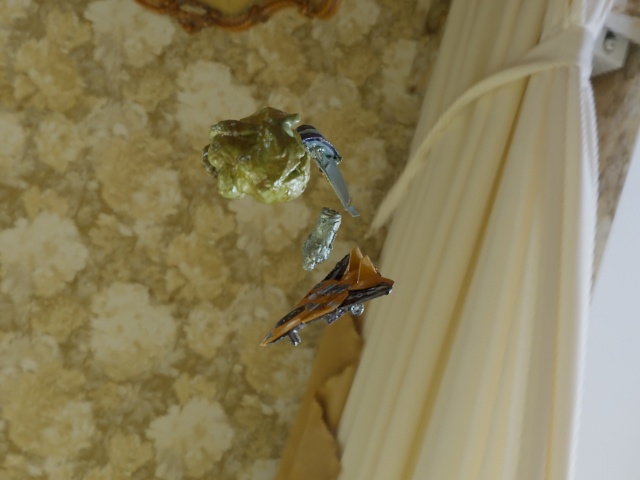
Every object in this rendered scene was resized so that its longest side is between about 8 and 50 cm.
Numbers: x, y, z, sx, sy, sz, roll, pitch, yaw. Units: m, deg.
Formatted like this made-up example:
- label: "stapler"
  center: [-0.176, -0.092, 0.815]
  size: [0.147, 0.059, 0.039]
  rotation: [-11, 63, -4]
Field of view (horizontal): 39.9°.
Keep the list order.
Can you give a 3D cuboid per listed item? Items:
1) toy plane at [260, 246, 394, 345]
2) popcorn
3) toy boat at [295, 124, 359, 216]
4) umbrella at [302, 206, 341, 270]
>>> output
- label: "toy plane"
  center: [0.004, 0.154, 1.990]
  size: [0.103, 0.316, 0.204]
  rotation: [52, 174, -34]
- label: "popcorn"
  center: [-0.154, -0.201, 2.201]
  size: [0.276, 0.226, 0.276]
  rotation: [-3, -152, 1]
- label: "toy boat"
  center: [0.035, -0.188, 2.420]
  size: [0.291, 0.067, 0.220]
  rotation: [58, -163, 22]
- label: "umbrella"
  center: [0.000, 0.000, 1.854]
  size: [0.062, 0.144, 0.067]
  rotation: [31, -169, 19]
